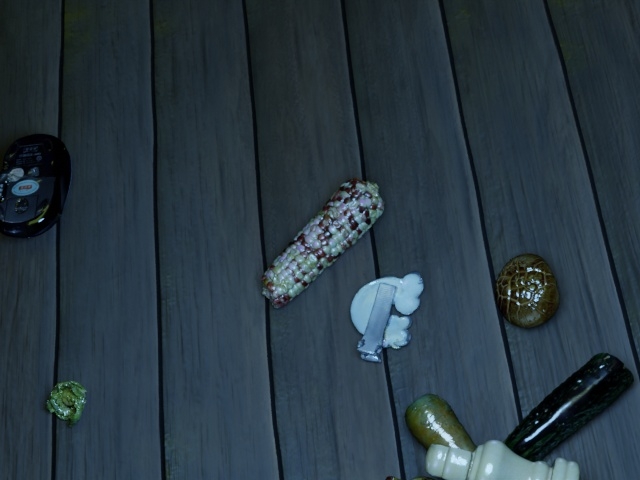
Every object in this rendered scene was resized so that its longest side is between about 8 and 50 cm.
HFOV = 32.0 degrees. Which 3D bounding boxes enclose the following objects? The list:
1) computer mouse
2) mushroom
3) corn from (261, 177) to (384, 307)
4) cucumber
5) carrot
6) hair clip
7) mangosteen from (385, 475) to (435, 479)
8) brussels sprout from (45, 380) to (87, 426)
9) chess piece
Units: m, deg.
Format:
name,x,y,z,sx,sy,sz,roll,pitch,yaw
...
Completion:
name,x,y,z,sx,sy,sz,roll,pitch,yaw
computer mouse,-0.550,-0.097,2.154,0.137,0.096,0.233,0,58,8
mushroom,0.343,0.082,1.851,0.109,0.085,0.126,-27,54,-1
corn,0.000,0.000,1.974,0.280,0.092,0.092,-44,62,-8
cucumber,0.379,0.269,1.752,0.241,0.074,0.074,-38,61,-7
carrot,0.237,0.367,1.742,0.078,0.078,0.298,-34,66,-6
hair clip,0.106,0.124,1.908,0.116,0.049,0.172,12,63,14
mangosteen,0.127,0.437,1.678,0.200,0.200,0.199,-6,61,10
brussels sprout,-0.441,0.280,1.952,0.085,0.058,0.085,2,96,22
chess piece,0.349,0.369,1.646,0.397,0.117,0.117,15,67,10
